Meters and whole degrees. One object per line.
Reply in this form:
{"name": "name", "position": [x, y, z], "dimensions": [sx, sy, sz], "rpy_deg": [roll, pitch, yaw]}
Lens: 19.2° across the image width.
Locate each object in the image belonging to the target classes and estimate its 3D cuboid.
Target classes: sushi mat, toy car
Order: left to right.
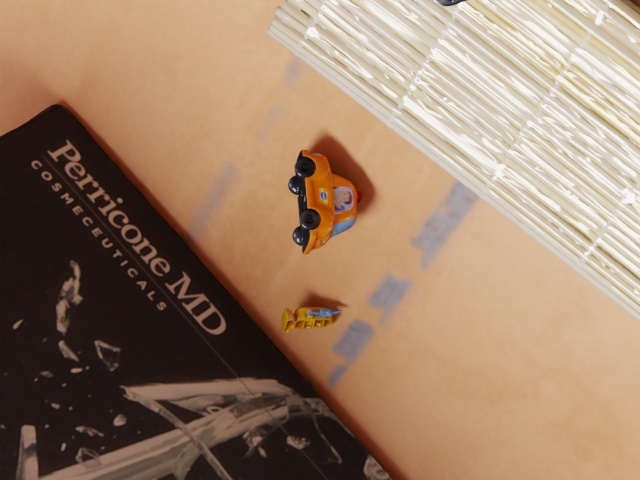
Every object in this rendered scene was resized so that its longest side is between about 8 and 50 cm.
{"name": "toy car", "position": [0.000, 0.000, 1.113], "dimensions": [0.040, 0.060, 0.122], "rpy_deg": [-2, 144, -9]}
{"name": "sushi mat", "position": [0.115, -0.074, 0.982], "dimensions": [0.316, 0.019, 0.151], "rpy_deg": [39, 133, 13]}

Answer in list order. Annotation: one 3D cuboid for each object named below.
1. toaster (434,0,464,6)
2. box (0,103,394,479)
{"name": "toaster", "position": [0.109, -0.214, 0.841], "dimensions": [0.185, 0.110, 0.168], "rpy_deg": [-13, 107, 42]}
{"name": "box", "position": [-0.208, 0.252, 1.103], "dimensions": [0.480, 0.472, 0.297], "rpy_deg": [48, 132, 5]}
